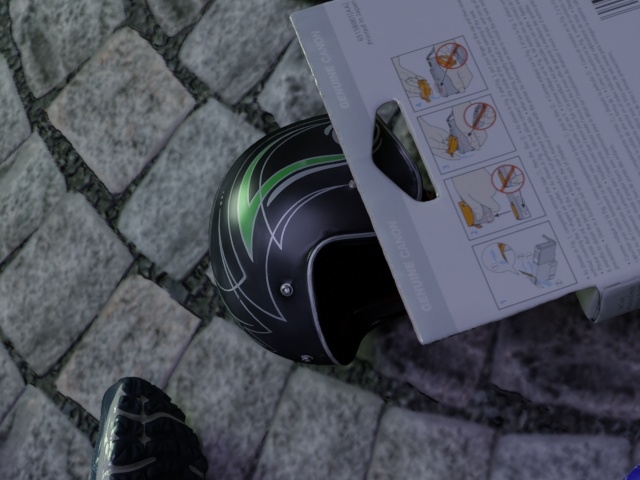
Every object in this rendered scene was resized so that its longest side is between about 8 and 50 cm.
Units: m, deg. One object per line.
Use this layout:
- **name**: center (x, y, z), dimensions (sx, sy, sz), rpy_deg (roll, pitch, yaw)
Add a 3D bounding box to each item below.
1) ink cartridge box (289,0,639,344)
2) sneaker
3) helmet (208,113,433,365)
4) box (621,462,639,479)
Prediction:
- **ink cartridge box**: center (0.135, -0.071, 1.012), dimensions (0.239, 0.060, 0.275), rpy_deg (-19, 62, -3)
- **sneaker**: center (-0.161, 0.240, 1.115), dimensions (0.122, 0.110, 0.283), rpy_deg (-13, 67, 31)
- **helmet**: center (0.000, 0.000, 1.066), dimensions (0.161, 0.169, 0.169), rpy_deg (-32, 59, 0)
- **box**: center (0.201, 0.227, 0.922), dimensions (0.137, 0.072, 0.126), rpy_deg (-49, 57, 7)
